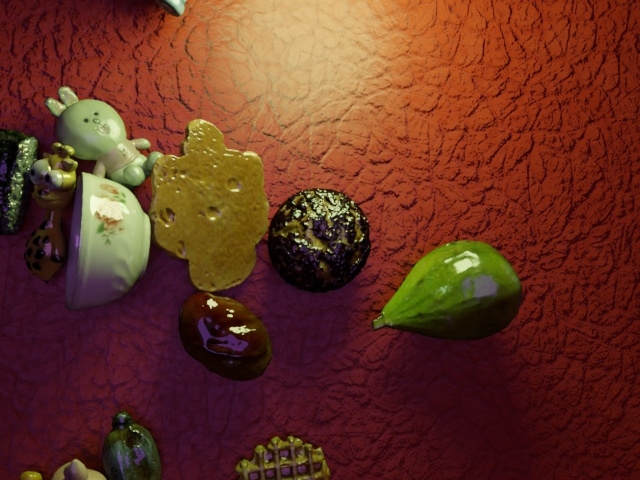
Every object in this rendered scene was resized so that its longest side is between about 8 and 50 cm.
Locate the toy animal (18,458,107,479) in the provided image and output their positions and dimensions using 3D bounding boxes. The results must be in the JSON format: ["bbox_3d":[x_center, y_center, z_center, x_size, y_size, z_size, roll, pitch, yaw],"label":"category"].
[{"bbox_3d":[-0.547,0.545,1.260,0.248,0.149,0.165,-25,98,10],"label":"toy animal"}]

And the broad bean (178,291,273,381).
[{"bbox_3d":[-0.209,0.209,1.347,0.228,0.122,0.156,37,71,-11],"label":"broad bean"}]

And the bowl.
[{"bbox_3d":[-0.428,0.006,1.249,0.145,0.277,0.277,4,87,-24],"label":"bowl"}]

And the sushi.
[{"bbox_3d":[-0.657,-0.124,1.267,0.126,0.136,0.225,6,80,-13],"label":"sushi"}]

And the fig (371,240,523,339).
[{"bbox_3d":[0.283,0.107,1.394,0.314,0.233,0.233,7,87,-6],"label":"fig"}]

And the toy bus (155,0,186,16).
[{"bbox_3d":[-0.346,-0.629,1.268,0.231,0.294,0.197,32,86,2],"label":"toy bus"}]

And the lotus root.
[{"bbox_3d":[-0.405,0.458,1.318,0.113,0.088,0.192,-14,90,-19],"label":"lotus root"}]

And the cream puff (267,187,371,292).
[{"bbox_3d":[0.000,0.000,1.370,0.239,0.165,0.239,1,85,-10],"label":"cream puff"}]

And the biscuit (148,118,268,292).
[{"bbox_3d":[-0.243,-0.073,1.348,0.269,0.051,0.376,-11,101,-30],"label":"biscuit"}]

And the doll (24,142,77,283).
[{"bbox_3d":[-0.557,-0.056,1.280,0.117,0.086,0.291,20,103,27],"label":"doll"}]

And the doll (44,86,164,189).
[{"bbox_3d":[-0.463,-0.204,1.320,0.275,0.113,0.155,39,61,-2],"label":"doll"}]

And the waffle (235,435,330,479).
[{"bbox_3d":[-0.079,0.572,1.393,0.253,0.056,0.249,-40,96,-11],"label":"waffle"}]
